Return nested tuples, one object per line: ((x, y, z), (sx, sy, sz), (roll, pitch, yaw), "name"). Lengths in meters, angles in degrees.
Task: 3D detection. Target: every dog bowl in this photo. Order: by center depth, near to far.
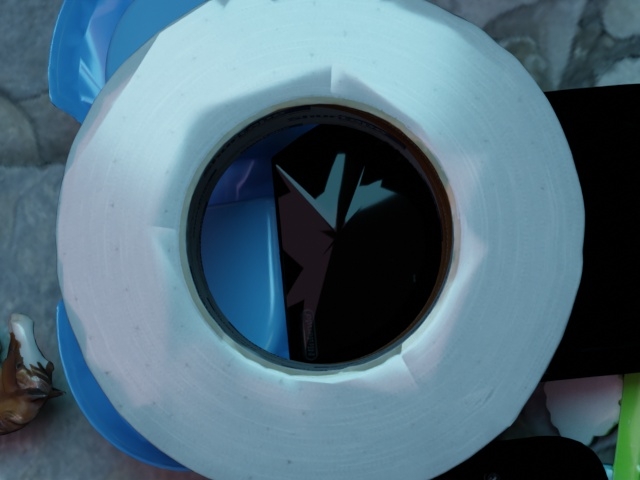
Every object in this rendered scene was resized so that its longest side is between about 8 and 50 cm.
((-0.055, -0.027, 0.787), (0.166, 0.074, 0.297), (-8, 80, 25), "dog bowl")

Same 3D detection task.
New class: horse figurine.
((-0.276, 0.079, 0.905), (0.263, 0.066, 0.174), (-28, 67, 15), "horse figurine")

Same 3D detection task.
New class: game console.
((0.098, 0.112, 0.685), (0.213, 0.044, 0.361), (-6, 89, 0), "game console")

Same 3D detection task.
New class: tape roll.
((0.000, 0.000, 0.633), (0.219, 0.072, 0.219), (0, 88, 1), "tape roll")

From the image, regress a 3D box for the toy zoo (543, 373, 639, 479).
((0.089, 0.026, 0.773), (0.293, 0.030, 0.192), (6, 86, 24), "toy zoo")
